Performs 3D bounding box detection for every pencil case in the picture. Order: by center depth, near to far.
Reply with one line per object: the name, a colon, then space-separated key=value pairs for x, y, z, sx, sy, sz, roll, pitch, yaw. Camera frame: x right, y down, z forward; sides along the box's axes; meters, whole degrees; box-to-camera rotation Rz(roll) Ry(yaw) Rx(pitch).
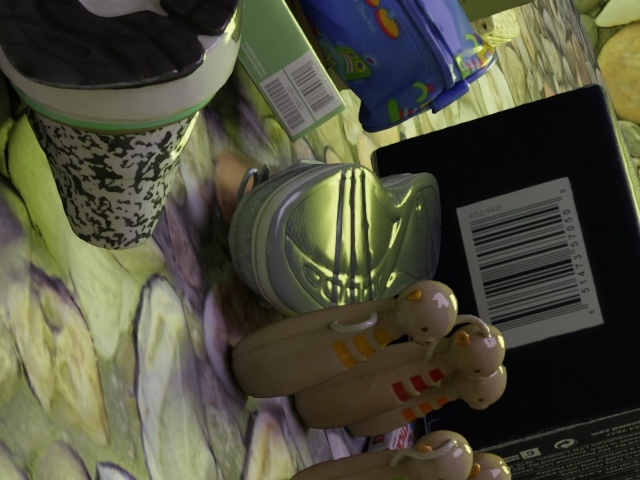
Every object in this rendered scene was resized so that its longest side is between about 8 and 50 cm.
pencil case: x=0.016 y=-0.225 z=1.484 sx=0.306 sy=0.119 sz=0.133 roll=58 pitch=-5 yaw=-20

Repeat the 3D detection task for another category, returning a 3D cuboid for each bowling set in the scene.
bowling set: x=0.070 y=0.153 z=1.351 sx=0.287 sy=0.154 sz=0.200 roll=27 pitch=46 yaw=-67

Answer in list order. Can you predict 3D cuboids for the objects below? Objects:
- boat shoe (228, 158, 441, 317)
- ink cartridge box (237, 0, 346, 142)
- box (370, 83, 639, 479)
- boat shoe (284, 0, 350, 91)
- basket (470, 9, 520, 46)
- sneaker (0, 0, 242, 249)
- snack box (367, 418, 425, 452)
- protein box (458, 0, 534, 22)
boat shoe: x=0.000 y=-0.003 z=1.428 sx=0.320 sy=0.103 sz=0.118 roll=-18 pitch=109 yaw=-69
ink cartridge box: x=-0.073 y=-0.203 z=1.455 sx=0.171 sy=0.056 sz=0.235 roll=56 pitch=2 yaw=-46
box: x=0.216 y=0.096 z=1.754 sx=0.395 sy=0.212 sz=0.293 roll=52 pitch=24 yaw=-60
boat shoe: x=-0.024 y=-0.280 z=1.606 sx=0.121 sy=0.110 sz=0.341 roll=-41 pitch=116 yaw=-60
basket: x=0.143 y=-0.251 z=2.137 sx=0.167 sy=0.103 sz=0.113 roll=-14 pitch=85 yaw=-73
sneaker: x=-0.128 y=-0.151 z=1.150 sx=0.410 sy=0.158 sz=0.182 roll=-91 pitch=-172 yaw=-51
snack box: x=0.067 y=0.154 z=1.580 sx=0.178 sy=0.022 sz=0.064 roll=-67 pitch=138 yaw=-67
protein box: x=0.066 y=-0.286 z=1.733 sx=0.136 sy=0.201 sz=0.200 roll=-71 pitch=140 yaw=-65
